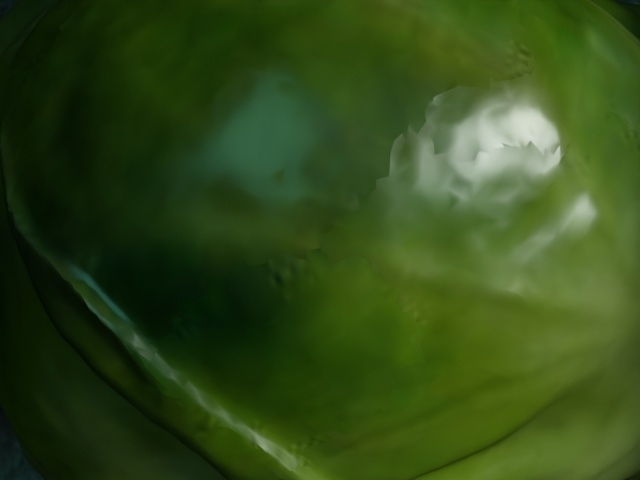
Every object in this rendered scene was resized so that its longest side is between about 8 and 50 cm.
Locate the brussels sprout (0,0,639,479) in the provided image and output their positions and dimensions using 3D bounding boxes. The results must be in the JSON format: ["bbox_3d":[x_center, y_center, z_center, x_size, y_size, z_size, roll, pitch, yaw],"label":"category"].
[{"bbox_3d":[-0.006,0.005,0.724,0.425,0.361,0.343,-1,81,20],"label":"brussels sprout"}]
